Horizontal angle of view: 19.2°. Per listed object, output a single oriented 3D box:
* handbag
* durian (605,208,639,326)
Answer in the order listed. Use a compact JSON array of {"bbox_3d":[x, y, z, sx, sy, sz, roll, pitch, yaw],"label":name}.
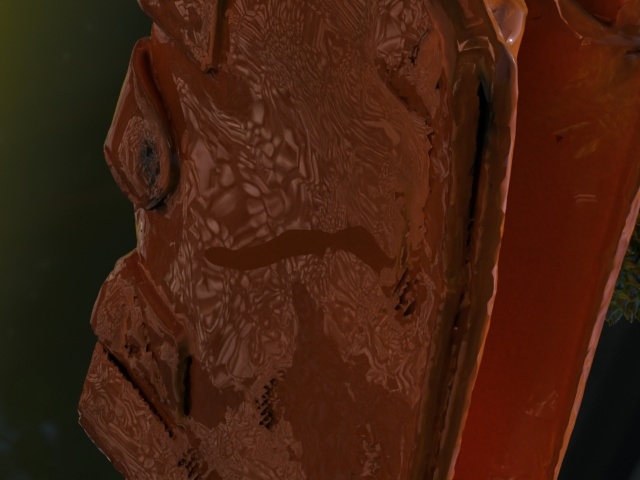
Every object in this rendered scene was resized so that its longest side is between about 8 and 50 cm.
[{"bbox_3d":[0.000,0.000,0.915,0.116,0.303,0.410,-15,129,-34],"label":"handbag"},{"bbox_3d":[0.180,-0.042,1.227,0.146,0.159,0.198,-4,90,-43],"label":"durian"}]
